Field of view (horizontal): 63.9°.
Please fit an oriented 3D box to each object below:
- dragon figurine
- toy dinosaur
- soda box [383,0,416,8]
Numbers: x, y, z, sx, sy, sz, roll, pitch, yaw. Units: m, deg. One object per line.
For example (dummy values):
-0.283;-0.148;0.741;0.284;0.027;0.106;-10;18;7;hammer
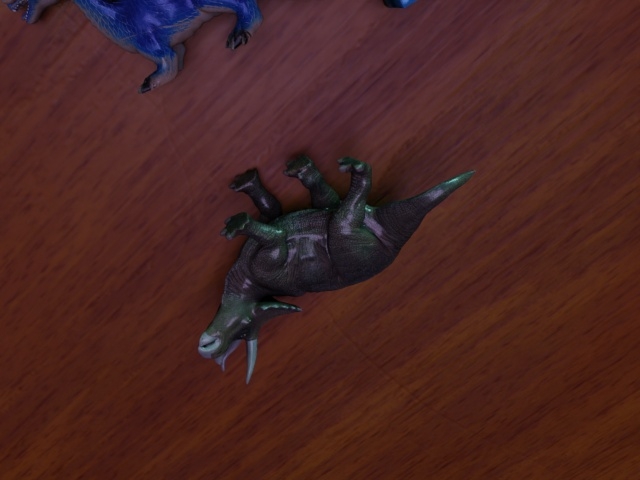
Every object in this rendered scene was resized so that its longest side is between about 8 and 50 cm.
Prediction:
-0.116;-0.216;0.408;0.289;0.085;0.144;-23;116;7;dragon figurine
0.000;0.000;0.524;0.313;0.121;0.160;-26;127;2;toy dinosaur
0.138;-0.273;0.413;0.210;0.071;0.067;-29;114;8;soda box
